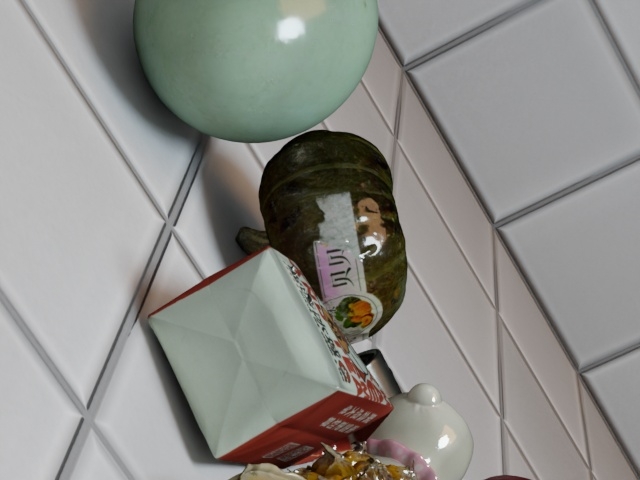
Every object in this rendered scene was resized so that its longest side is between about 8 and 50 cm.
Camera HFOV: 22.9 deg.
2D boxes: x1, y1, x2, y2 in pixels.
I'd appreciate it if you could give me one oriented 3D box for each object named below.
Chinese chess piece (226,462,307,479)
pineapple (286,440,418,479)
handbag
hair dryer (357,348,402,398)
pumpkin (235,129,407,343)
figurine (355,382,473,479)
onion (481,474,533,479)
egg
[{"bbox_3d":[-0.002,0.301,1.316,0.257,0.104,0.257,38,8,-7],"label":"Chinese chess piece"},{"bbox_3d":[0.050,0.295,1.547,0.225,0.076,0.224,18,60,-34],"label":"pineapple"},{"bbox_3d":[-0.032,0.124,1.584,0.171,0.151,0.298,63,11,17],"label":"handbag"},{"bbox_3d":[0.088,0.213,1.983,0.195,0.078,0.248,63,10,-9],"label":"hair dryer"},{"bbox_3d":[-0.003,0.000,1.827,0.260,0.189,0.260,175,-90,-86],"label":"pumpkin"},{"bbox_3d":[0.070,0.281,1.712,0.235,0.127,0.155,-50,160,-42],"label":"figurine"},{"bbox_3d":[0.279,0.409,1.720,0.347,0.285,0.347,159,-90,-78],"label":"onion"},{"bbox_3d":[-0.073,-0.252,1.808,0.276,0.276,0.389,61,18,-10],"label":"egg"}]
